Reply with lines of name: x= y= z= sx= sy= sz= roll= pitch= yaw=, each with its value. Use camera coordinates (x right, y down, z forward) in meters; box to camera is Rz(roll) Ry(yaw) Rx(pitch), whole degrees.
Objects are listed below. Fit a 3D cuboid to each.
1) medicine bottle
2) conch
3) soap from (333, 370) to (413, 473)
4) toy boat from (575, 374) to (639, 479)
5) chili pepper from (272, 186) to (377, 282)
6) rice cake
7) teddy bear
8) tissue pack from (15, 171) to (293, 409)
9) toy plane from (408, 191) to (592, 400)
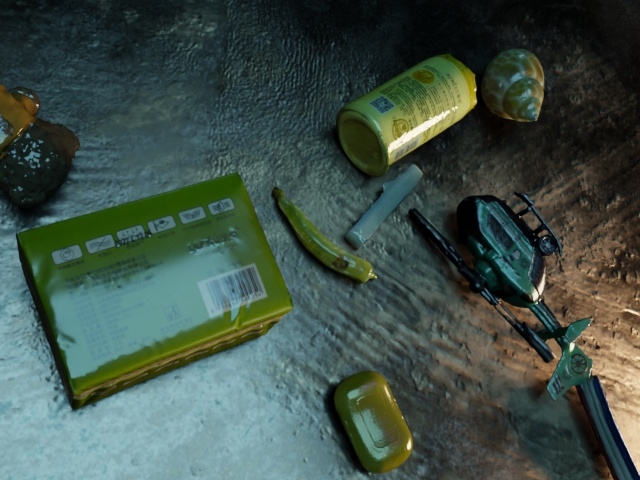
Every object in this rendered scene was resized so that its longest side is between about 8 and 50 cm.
medicine bottle: x=0.144 y=-0.209 z=1.147 sx=0.239 sy=0.124 sz=0.124 roll=-35 pitch=87 yaw=-28
conch: x=0.342 y=-0.277 z=1.256 sx=0.173 sy=0.106 sz=0.116 roll=-43 pitch=110 yaw=-41
soap: x=0.074 y=0.253 z=1.005 sx=0.089 sy=0.045 sz=0.140 roll=-20 pitch=79 yaw=-28
toy boat: x=0.464 y=0.325 z=1.125 sx=0.046 sy=0.080 sz=0.229 roll=-22 pitch=83 yaw=9
chili pepper: x=0.000 y=0.001 z=1.064 sx=0.208 sy=0.043 sz=0.049 roll=41 pitch=76 yaw=-4
rice cake: x=0.099 y=-0.058 z=1.127 sx=0.042 sy=0.030 sz=0.180 roll=42 pitch=62 yaw=1
teddy bear: x=-0.407 y=-0.130 z=0.906 sx=0.190 sy=0.140 sz=0.177 roll=33 pitch=61 yaw=-17
tissue pack: x=-0.207 y=0.060 z=0.895 sx=0.275 sy=0.167 sz=0.200 roll=-19 pitch=79 yaw=-24
toy plane: x=0.310 y=0.063 z=1.134 sx=0.155 sy=0.106 sz=0.381 roll=-36 pitch=89 yaw=-21
